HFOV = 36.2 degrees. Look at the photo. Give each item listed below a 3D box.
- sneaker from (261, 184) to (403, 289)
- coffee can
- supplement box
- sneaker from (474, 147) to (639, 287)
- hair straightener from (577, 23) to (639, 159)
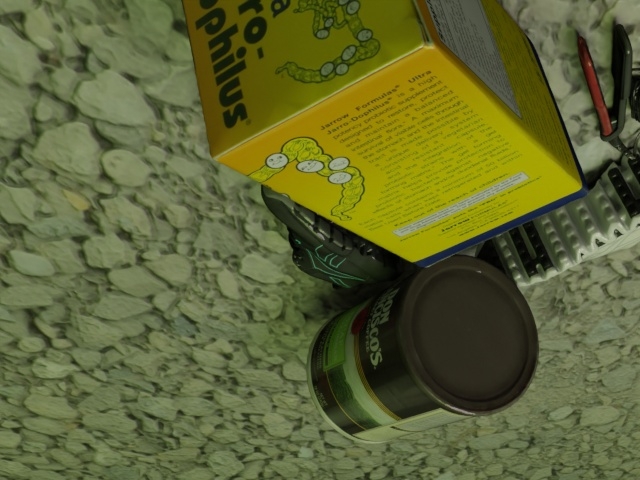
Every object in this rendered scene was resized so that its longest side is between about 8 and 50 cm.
[{"bbox_3d":[0.000,0.000,1.197,0.106,0.101,0.267,-23,144,25],"label":"sneaker"},{"bbox_3d":[0.127,0.155,1.308,0.202,0.201,0.275,8,158,-24],"label":"coffee can"},{"bbox_3d":[0.068,-0.134,0.874,0.195,0.194,0.356,-26,152,24],"label":"supplement box"},{"bbox_3d":[0.339,-0.010,1.264,0.292,0.110,0.118,-27,151,27],"label":"sneaker"},{"bbox_3d":[0.345,-0.159,1.081,0.089,0.047,0.230,-18,146,15],"label":"hair straightener"}]
